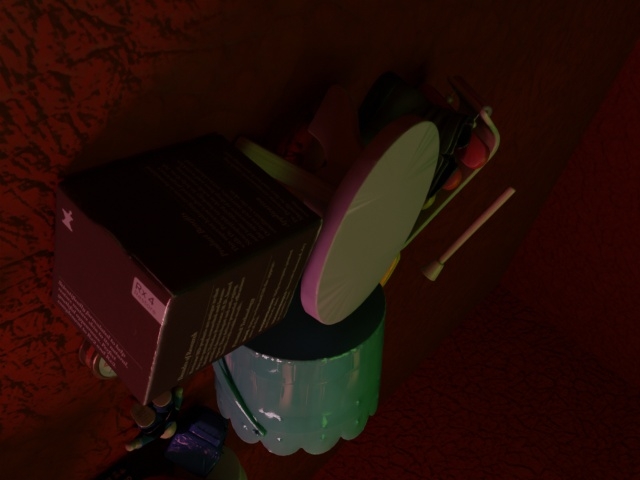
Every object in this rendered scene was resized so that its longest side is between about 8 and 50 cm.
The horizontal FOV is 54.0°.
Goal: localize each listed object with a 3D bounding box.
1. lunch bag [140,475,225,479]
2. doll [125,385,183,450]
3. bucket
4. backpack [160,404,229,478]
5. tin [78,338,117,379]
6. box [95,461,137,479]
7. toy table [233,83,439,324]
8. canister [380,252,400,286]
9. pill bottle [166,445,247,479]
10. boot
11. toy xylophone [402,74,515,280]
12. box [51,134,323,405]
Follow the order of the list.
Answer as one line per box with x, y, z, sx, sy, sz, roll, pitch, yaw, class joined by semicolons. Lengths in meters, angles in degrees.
-0.272;0.543;1.112;0.258;0.120;0.293;14;122;-24;lunch bag
-0.268;0.291;1.027;0.129;0.046;0.189;-51;167;-23;doll
-0.033;0.147;0.926;0.281;0.281;0.183;-33;140;-37;bucket
-0.215;0.359;1.152;0.101;0.098;0.120;-52;-176;6;backpack
-0.230;0.123;0.836;0.190;0.040;0.106;-16;137;-55;tin
-0.413;0.504;1.095;0.175;0.051;0.220;-29;151;-43;box
0.015;-0.053;0.800;0.274;0.161;0.252;-56;149;-3;toy table
0.078;0.067;1.302;0.170;0.073;0.126;-19;144;-50;canister
-0.245;0.551;1.333;0.176;0.176;0.318;-35;155;-34;pill bottle
0.105;-0.109;0.930;0.083;0.161;0.246;-15;140;-56;boot
0.165;-0.089;0.987;0.081;0.236;0.322;20;113;-39;toy xylophone
-0.140;0.020;0.652;0.203;0.168;0.167;-28;151;-44;box
